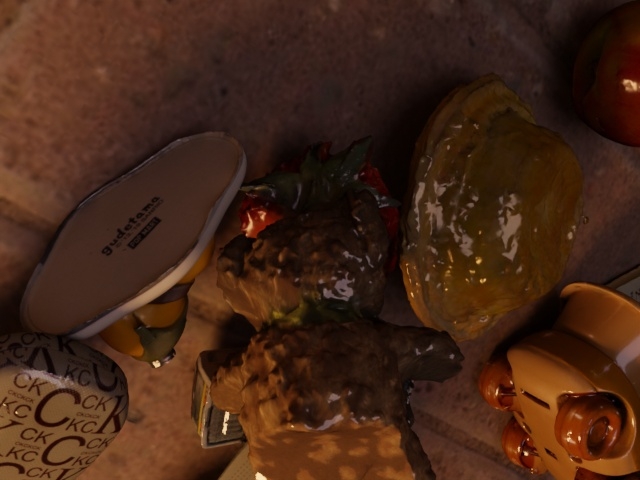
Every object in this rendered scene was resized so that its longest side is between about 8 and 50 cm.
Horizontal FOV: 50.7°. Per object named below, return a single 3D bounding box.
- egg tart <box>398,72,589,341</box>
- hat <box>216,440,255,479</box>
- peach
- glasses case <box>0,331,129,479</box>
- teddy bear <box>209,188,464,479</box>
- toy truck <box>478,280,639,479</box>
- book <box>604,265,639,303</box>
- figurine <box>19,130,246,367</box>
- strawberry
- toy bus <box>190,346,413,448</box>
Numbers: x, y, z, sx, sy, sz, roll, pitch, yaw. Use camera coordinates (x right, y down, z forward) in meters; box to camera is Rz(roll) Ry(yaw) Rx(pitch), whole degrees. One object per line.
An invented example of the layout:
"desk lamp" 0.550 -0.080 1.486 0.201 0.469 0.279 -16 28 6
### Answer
"egg tart" 0.211 -0.029 0.776 0.319 0.128 0.319 -13 108 -45
"hat" -0.019 0.312 0.712 0.214 0.149 0.244 24 115 -37
"peach" 0.418 -0.203 0.841 0.197 0.197 0.197 -8 109 -25
"glasses case" -0.310 0.206 0.590 0.355 0.085 0.137 -41 131 19
"teddy bear" 0.013 0.135 0.629 0.246 0.222 0.296 -13 124 19
"toy truck" 0.364 0.223 0.933 0.212 0.204 0.288 -36 117 -16
"book" 0.552 0.117 1.099 0.289 0.026 0.201 -24 116 -20
"figurine" -0.145 0.027 0.653 0.250 0.166 0.141 -42 135 -12
"strawberry" 0.016 0.003 0.730 0.174 0.098 0.228 -9 126 15
"toy bus" -0.018 0.166 0.775 0.268 0.106 0.092 0 111 -30
